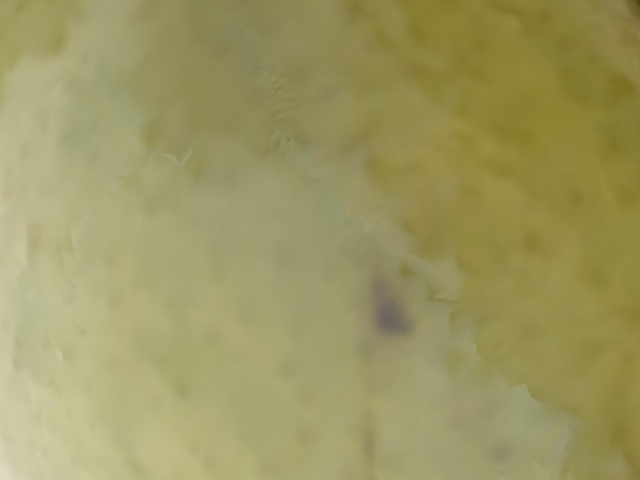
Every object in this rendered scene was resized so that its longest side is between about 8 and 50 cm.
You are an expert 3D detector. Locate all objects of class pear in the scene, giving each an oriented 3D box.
[{"bbox_3d":[0.043,0.018,0.498,0.348,0.348,0.348,35,141,35],"label":"pear"}]
